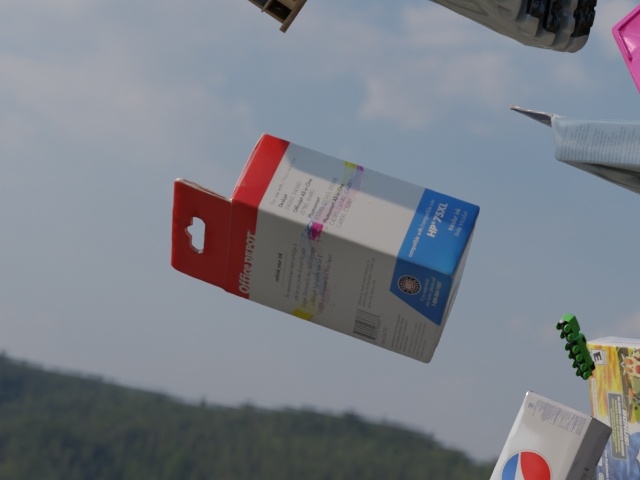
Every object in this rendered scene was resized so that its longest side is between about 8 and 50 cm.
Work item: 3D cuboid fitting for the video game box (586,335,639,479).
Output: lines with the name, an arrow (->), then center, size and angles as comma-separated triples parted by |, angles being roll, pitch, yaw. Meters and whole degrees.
video game box -> 0.370, 0.209, 1.895 | 0.048, 0.205, 0.187 | -9, 6, -40

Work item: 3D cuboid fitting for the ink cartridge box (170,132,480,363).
ink cartridge box -> 0.000, 0.000, 1.435 | 0.231, 0.078, 0.134 | 20, -35, 7

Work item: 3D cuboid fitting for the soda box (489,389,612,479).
soda box -> 0.187, 0.252, 1.629 | 0.069, 0.216, 0.074 | 22, -4, 28

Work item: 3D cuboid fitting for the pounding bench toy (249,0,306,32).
pounding bench toy -> -0.030, -0.220, 1.409 | 0.065, 0.083, 0.052 | 34, -43, -5

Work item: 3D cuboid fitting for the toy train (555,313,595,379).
toy train -> 0.269, 0.111, 1.868 | 0.017, 0.024, 0.083 | 18, -37, 49

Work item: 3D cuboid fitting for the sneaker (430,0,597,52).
sneaker -> 0.082, -0.206, 1.192 | 0.118, 0.110, 0.292 | 0, -18, 44

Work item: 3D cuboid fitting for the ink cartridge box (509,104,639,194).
ink cartridge box -> 0.302, -0.056, 1.496 | 0.223, 0.045, 0.224 | 18, -5, -43

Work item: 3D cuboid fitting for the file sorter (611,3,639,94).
file sorter -> 0.448, -0.129, 1.674 | 0.182, 0.291, 0.202 | 16, -46, -39
